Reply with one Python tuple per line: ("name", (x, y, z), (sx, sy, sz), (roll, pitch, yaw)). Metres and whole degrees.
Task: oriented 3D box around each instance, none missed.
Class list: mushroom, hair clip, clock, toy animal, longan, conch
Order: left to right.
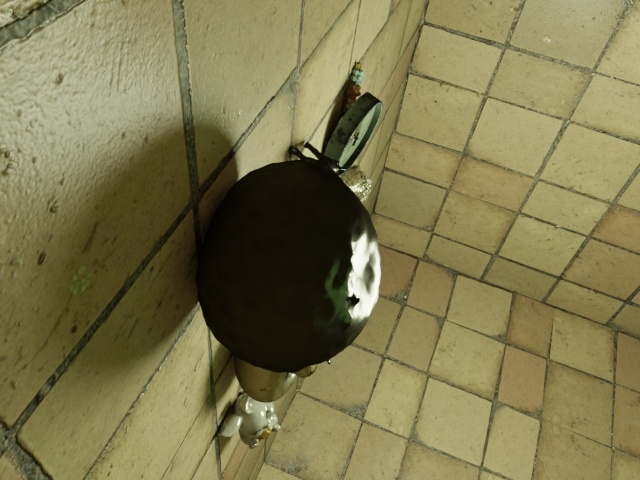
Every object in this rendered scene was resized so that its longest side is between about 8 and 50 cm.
("toy animal", (-0.255, 0.648, 2.038), (0.208, 0.154, 0.325), (-49, 149, 2))
("mushroom", (-0.105, 0.344, 1.776), (0.362, 0.294, 0.363), (19, 90, -81))
("longan", (-0.061, 0.065, 1.186), (0.404, 0.403, 0.436), (-56, 164, -56))
("toy animal", (-0.006, -0.219, 1.618), (0.232, 0.148, 0.085), (-44, 152, -69))
("conch", (0.141, -0.249, 2.550), (0.245, 0.162, 0.178), (-25, 104, -53))
("clock", (0.117, -0.379, 2.037), (0.325, 0.067, 0.325), (-54, 170, -15))
("hair clip", (0.117, -0.518, 1.990), (0.062, 0.056, 0.214), (-7, 125, -39))
